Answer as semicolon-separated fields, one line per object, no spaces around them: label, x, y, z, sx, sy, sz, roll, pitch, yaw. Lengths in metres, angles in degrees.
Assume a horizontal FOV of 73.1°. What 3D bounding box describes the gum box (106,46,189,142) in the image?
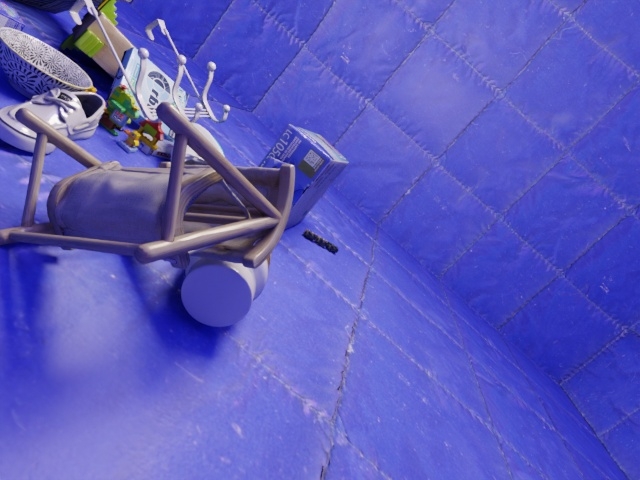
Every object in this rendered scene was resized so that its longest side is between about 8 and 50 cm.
gum box;-0.433;-0.364;1.101;0.184;0.041;0.157;39;52;-52

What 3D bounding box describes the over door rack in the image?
over door rack;-0.370;-0.418;0.996;0.324;0.108;0.239;54;28;4

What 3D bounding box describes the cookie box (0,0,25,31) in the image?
cookie box;-0.751;-0.525;0.982;0.092;0.040;0.107;48;16;23

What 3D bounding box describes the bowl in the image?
bowl;-0.549;-0.323;0.842;0.170;0.080;0.170;39;15;-13

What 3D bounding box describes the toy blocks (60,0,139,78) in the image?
toy blocks;-0.553;-0.508;1.227;0.261;0.191;0.381;46;0;-40

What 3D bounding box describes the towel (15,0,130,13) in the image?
towel;-0.704;-0.689;1.181;0.312;0.324;0.056;-59;143;-75

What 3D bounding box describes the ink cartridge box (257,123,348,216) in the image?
ink cartridge box;-0.078;-0.170;1.223;0.151;0.270;0.395;40;14;2

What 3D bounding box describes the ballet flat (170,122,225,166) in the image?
ballet flat;-0.261;-0.137;0.980;0.400;0.139;0.139;49;17;23

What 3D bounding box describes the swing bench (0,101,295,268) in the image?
swing bench;-0.208;-0.053;0.564;0.253;0.165;0.255;5;-4;26

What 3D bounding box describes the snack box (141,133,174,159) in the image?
snack box;-0.381;-0.230;1.112;0.064;0.022;0.178;47;16;17

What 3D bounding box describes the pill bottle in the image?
pill bottle;-0.150;0.039;0.719;0.131;0.131;0.229;38;15;-15

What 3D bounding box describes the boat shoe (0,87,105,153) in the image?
boat shoe;-0.460;-0.221;0.760;0.096;0.088;0.267;39;15;-10

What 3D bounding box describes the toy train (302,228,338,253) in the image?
toy train;0.000;0.000;1.411;0.158;0.027;0.036;30;15;-38

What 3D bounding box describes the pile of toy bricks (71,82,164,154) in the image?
pile of toy bricks;-0.450;-0.294;0.956;0.212;0.105;0.118;40;15;-4
